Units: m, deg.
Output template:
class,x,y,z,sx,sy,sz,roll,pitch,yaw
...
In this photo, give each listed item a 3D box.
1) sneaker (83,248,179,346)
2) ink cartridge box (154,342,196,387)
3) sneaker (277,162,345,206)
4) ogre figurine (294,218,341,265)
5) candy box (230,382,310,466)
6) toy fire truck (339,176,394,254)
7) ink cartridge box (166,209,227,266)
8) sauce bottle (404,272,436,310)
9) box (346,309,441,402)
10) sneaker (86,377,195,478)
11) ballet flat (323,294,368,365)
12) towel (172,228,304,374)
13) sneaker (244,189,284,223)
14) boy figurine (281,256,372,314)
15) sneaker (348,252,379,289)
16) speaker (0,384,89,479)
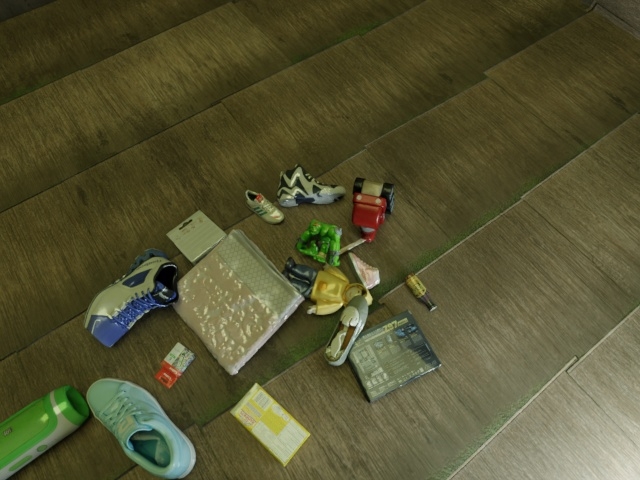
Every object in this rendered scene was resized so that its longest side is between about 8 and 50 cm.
class,x,y,z,sx,sy,sz,roll,pitch,yaw
sneaker,-0.528,0.165,1.252,0.182,0.127,0.315,12,59,41
ink cartridge box,-0.424,0.362,1.246,0.063,0.029,0.115,31,67,14
sneaker,-0.036,-0.206,1.490,0.235,0.094,0.152,-8,72,8
ogre figurine,0.000,0.000,1.348,0.097,0.197,0.118,18,92,-22
candy box,-0.138,0.501,1.177,0.206,0.027,0.105,38,72,17
toy fire truck,0.129,-0.054,1.363,0.159,0.217,0.246,13,80,12
ink cartridge box,-0.409,-0.007,1.434,0.145,0.045,0.179,-41,52,-17
sauce bottle,0.312,0.161,1.337,0.042,0.042,0.128,-31,66,-14
box,0.199,0.331,1.243,0.233,0.059,0.183,-24,66,-10
sneaker,-0.482,0.474,1.123,0.366,0.150,0.135,30,67,14
ballet flat,0.073,0.250,1.204,0.072,0.068,0.213,21,82,26
towel,-0.261,0.172,1.284,0.317,0.053,0.332,-46,69,-1
sneaker,-0.195,-0.116,1.456,0.161,0.075,0.057,34,69,16
boy figurine,0.016,0.152,1.317,0.286,0.092,0.177,20,63,13
sneaker,0.141,0.091,1.369,0.070,0.051,0.134,-22,69,-12
speaker,-0.773,0.514,1.119,0.297,0.131,0.131,-35,69,-16
